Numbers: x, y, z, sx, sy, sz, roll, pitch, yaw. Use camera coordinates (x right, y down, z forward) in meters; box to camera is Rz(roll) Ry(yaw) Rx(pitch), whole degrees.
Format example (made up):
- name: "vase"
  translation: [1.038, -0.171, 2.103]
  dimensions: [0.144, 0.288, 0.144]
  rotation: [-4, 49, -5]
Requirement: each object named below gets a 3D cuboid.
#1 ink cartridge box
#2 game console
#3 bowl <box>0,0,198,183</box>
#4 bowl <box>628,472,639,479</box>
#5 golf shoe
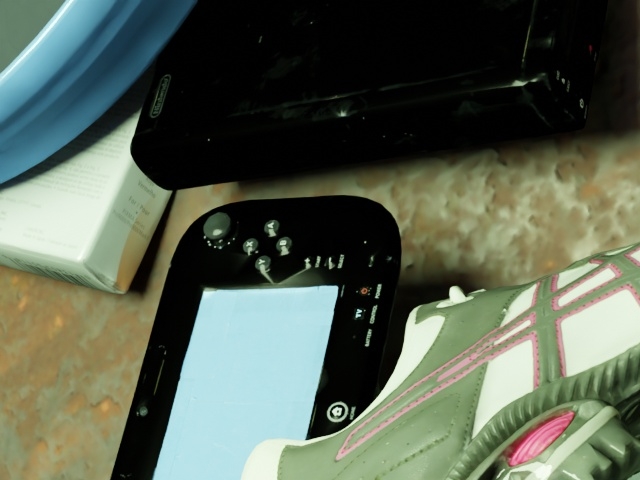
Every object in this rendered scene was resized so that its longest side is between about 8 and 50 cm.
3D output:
- name: "ink cartridge box"
  translation: [-0.125, -0.071, 0.918]
  dimensions: [0.145, 0.045, 0.179]
  rotation: [13, 68, 34]
- name: "game console"
  translation: [0.000, 0.000, 0.743]
  dimensions: [0.213, 0.044, 0.361]
  rotation: [-8, 56, 34]
- name: "bowl"
  translation: [-0.185, -0.201, 0.920]
  dimensions: [0.391, 0.077, 0.391]
  rotation: [-14, 64, 32]
- name: "bowl"
  translation: [0.063, 0.217, 0.634]
  dimensions: [0.298, 0.134, 0.298]
  rotation: [-21, 27, 11]
- name: "golf shoe"
  translation: [0.095, 0.037, 0.630]
  dimensions: [0.120, 0.273, 0.105]
  rotation: [28, 138, 36]
